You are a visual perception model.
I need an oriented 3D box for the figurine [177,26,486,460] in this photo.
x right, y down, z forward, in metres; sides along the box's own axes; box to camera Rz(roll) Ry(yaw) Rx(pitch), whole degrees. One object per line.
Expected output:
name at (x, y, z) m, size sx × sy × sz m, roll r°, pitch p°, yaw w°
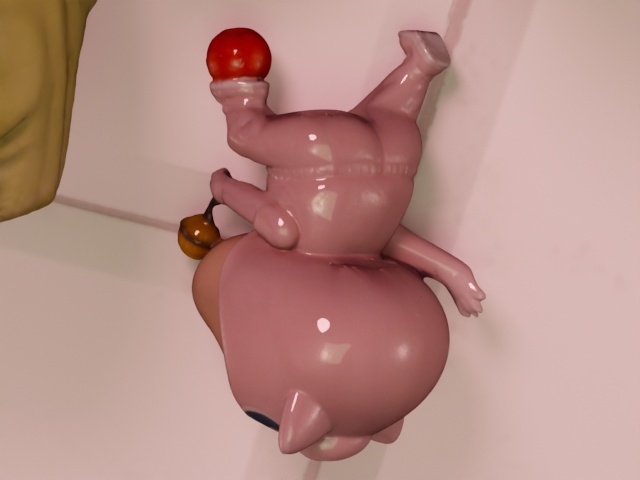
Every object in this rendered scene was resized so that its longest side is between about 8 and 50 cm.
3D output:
figurine at (0.000, 0.000, 1.313) m, size 0.186 × 0.176 × 0.287 m, roll 4°, pitch 99°, yaw 41°

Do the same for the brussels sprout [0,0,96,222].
brussels sprout at (-0.334, -0.200, 1.095) m, size 0.425 × 0.342 × 0.361 m, roll 5°, pitch 117°, yaw -6°
